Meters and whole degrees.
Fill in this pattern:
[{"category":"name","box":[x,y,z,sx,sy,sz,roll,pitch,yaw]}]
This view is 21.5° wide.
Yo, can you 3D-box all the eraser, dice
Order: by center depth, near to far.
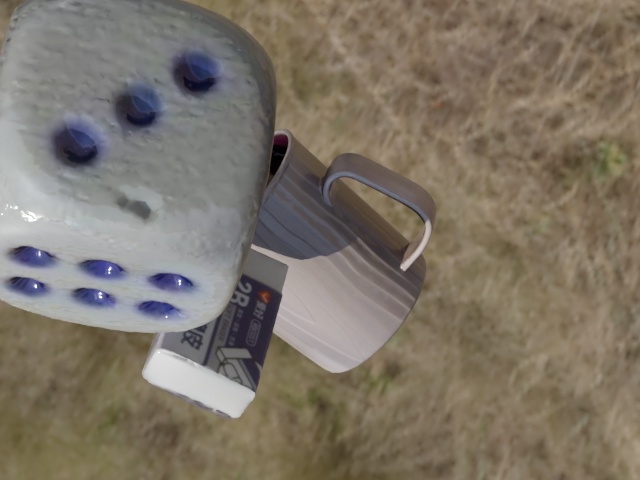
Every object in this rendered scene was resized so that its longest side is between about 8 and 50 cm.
[{"category":"dice","box":[-0.142,-0.053,1.180,0.193,0.192,0.194,14,156,-11]},{"category":"eraser","box":[-0.117,0.090,1.921,0.124,0.210,0.068,24,133,-9]}]

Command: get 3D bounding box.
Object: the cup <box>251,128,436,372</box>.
[{"category":"cup","box":[-0.003,-0.006,2.158,0.273,0.208,0.288,40,101,-20]}]
